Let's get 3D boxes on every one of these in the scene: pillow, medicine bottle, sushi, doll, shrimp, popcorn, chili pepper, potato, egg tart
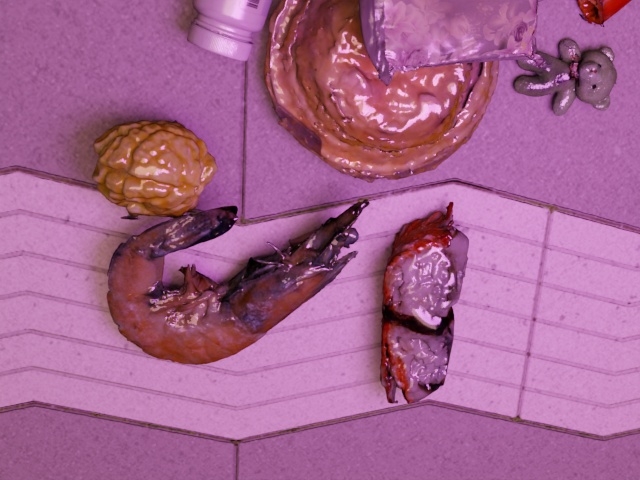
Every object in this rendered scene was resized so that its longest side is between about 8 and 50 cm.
[{"bbox_3d":[0.169,-0.287,0.990,0.255,0.059,0.169,-8,95,-15],"label":"pillow"},{"bbox_3d":[-0.112,-0.347,1.050,0.103,0.103,0.186,16,107,-11],"label":"medicine bottle"},{"bbox_3d":[0.162,0.106,1.230,0.130,0.124,0.332,3,111,5],"label":"sushi"},{"bbox_3d":[0.367,-0.243,1.157,0.151,0.077,0.115,3,99,5],"label":"doll"},{"bbox_3d":[-0.127,0.037,1.164,0.445,0.085,0.272,-30,123,17],"label":"shrimp"},{"bbox_3d":[-0.242,-0.097,1.104,0.174,0.173,0.142,-14,88,-1],"label":"popcorn"},{"bbox_3d":[0.447,-0.394,1.115,0.169,0.065,0.088,-39,145,0],"label":"chili pepper"},{"bbox_3d":[0.000,0.001,1.220,0.093,0.036,0.037,-23,107,2],"label":"potato"},{"bbox_3d":[0.093,-0.243,1.089,0.352,0.150,0.351,-2,106,-7],"label":"egg tart"}]
